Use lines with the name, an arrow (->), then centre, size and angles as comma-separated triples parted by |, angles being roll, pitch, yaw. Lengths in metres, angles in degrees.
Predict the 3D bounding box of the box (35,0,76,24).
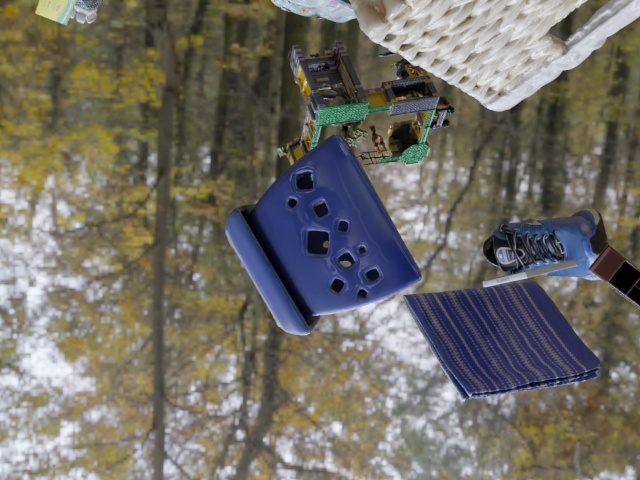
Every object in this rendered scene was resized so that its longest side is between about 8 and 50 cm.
box -> -0.267, -0.341, 1.061 | 0.043, 0.179, 0.105 | 18, -130, -18

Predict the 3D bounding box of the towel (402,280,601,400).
towel -> 0.342, 0.174, 1.766 | 0.336, 0.040, 0.243 | -4, -133, -32

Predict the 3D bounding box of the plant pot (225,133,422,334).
plant pot -> 0.000, 0.000, 1.384 | 0.212, 0.236, 0.236 | -30, -179, 6

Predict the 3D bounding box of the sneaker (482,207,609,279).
sneaker -> 0.392, 0.021, 1.681 | 0.147, 0.129, 0.330 | -14, -179, -16

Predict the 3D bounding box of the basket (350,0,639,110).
basket -> 0.181, -0.366, 0.969 | 0.266, 0.331, 0.328 | 9, 144, -46

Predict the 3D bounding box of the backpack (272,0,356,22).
backpack -> 0.011, -0.445, 1.565 | 0.188, 0.165, 0.144 | 13, 162, -34

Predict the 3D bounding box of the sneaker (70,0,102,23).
sneaker -> -0.347, -0.356, 1.233 | 0.166, 0.076, 0.065 | 28, -150, -35

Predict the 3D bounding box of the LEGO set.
LEGO set -> 0.066, -0.267, 1.814 | 0.331, 0.255, 0.192 | -14, -122, -10

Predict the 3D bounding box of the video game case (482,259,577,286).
video game case -> 0.302, 0.048, 1.380 | 0.087, 0.011, 0.122 | -12, 175, -21

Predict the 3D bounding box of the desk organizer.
desk organizer -> 0.460, 0.065, 1.394 | 0.130, 0.047, 0.050 | 33, -171, -25
